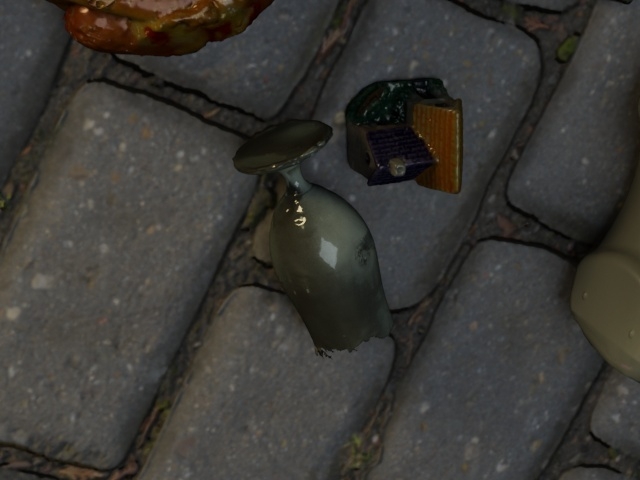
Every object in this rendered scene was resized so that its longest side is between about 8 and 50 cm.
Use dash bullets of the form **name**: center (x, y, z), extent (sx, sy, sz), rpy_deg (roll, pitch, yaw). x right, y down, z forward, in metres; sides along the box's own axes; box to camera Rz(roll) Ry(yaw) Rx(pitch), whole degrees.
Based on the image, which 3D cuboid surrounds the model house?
- **model house**: center (0.085, -0.095, 1.798), extent (0.101, 0.100, 0.087), rpy_deg (-7, 113, -17)

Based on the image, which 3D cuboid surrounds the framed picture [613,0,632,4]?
- **framed picture**: center (0.198, -0.347, 1.790), extent (0.289, 0.016, 0.213), rpy_deg (9, 107, -23)

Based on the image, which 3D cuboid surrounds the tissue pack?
- **tissue pack**: center (0.413, -0.007, 1.882), extent (0.236, 0.229, 0.333), rpy_deg (12, 105, -22)

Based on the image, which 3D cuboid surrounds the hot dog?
- **hot dog**: center (-0.122, -0.239, 1.646), extent (0.257, 0.150, 0.153), rpy_deg (-25, 107, -10)

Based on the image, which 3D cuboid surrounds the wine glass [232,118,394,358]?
- **wine glass**: center (0.000, 0.000, 1.803), extent (0.103, 0.103, 0.222), rpy_deg (-27, 117, -9)
